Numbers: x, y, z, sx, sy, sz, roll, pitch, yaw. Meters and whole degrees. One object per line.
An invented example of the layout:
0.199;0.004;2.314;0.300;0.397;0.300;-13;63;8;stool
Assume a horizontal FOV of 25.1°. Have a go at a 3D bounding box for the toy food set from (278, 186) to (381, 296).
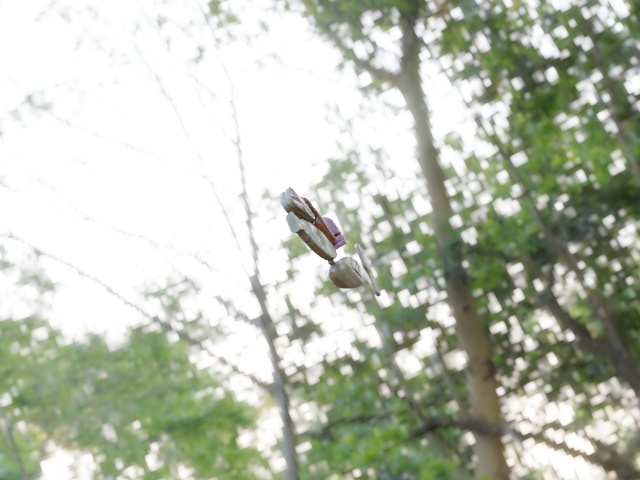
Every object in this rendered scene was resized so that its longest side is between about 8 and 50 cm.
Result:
0.000;0.000;1.089;0.019;0.078;0.122;-35;-45;14;toy food set
